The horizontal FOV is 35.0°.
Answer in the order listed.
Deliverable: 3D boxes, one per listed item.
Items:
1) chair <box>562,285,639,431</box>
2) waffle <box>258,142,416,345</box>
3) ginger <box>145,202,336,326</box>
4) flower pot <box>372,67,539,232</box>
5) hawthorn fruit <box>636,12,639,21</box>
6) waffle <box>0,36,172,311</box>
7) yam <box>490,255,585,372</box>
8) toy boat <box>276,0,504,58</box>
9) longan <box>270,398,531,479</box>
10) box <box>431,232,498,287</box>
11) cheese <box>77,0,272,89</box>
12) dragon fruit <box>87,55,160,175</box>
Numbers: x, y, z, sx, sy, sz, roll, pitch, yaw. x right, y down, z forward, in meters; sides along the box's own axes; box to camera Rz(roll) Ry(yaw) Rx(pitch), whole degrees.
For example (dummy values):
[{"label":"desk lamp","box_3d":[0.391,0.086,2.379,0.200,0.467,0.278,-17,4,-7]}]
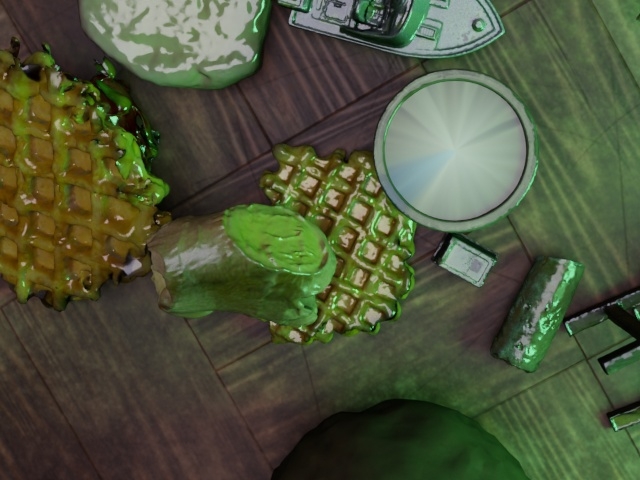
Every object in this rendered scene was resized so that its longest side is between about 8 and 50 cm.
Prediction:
[{"label":"chair","box_3d":[0.575,0.123,1.366,0.416,0.240,0.203,-26,94,5]},{"label":"waffle","box_3d":[0.000,0.010,1.495,0.281,0.058,0.301,3,95,5]},{"label":"ginger","box_3d":[-0.118,0.048,1.408,0.275,0.130,0.221,27,125,-25]},{"label":"flower pot","box_3d":[0.184,-0.124,1.385,0.212,0.202,0.212,1,96,7]},{"label":"hawthorn fruit","box_3d":[0.510,-0.414,1.295,0.287,0.287,0.330,33,123,1]},{"label":"waffle","box_3d":[-0.400,-0.081,1.436,0.379,0.095,0.382,-25,110,31]},{"label":"yam","box_3d":[0.312,0.102,1.464,0.078,0.078,0.179,24,99,3]},{"label":"toy boat","box_3d":[0.103,-0.335,1.424,0.319,0.092,0.141,16,100,3]},{"label":"longan","box_3d":[0.120,0.440,1.371,0.404,0.404,0.436,-11,92,7]},{"label":"box","box_3d":[0.209,0.028,1.471,0.084,0.063,0.060,30,100,3]},{"label":"cheese","box_3d":[-0.192,-0.366,1.442,0.318,0.115,0.326,-41,93,9]},{"label":"dragon fruit","box_3d":[-0.299,-0.163,1.484,0.175,0.138,0.142,42,141,-9]}]
